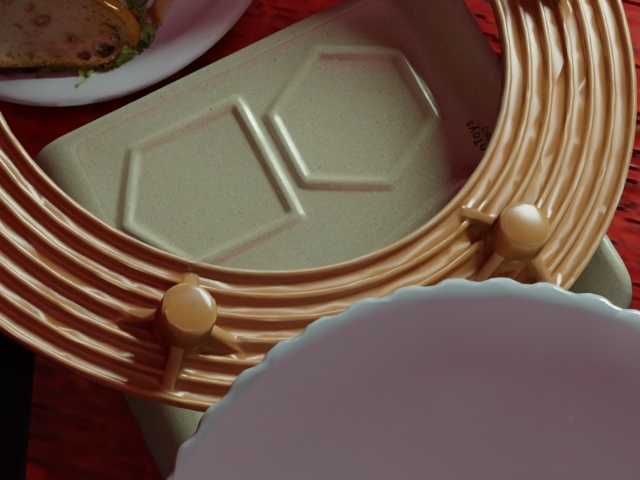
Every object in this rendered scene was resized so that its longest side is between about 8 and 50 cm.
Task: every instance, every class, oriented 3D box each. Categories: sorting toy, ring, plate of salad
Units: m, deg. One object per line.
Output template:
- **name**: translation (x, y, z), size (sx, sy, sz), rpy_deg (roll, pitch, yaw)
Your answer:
- **sorting toy**: translation (0.000, 0.000, 0.810), size (0.208, 0.038, 0.193), rpy_deg (-28, 66, 0)
- **ring**: translation (-0.028, -0.091, 0.756), size (0.336, 0.032, 0.337), rpy_deg (6, 64, -12)
- **plate of salad**: translation (-0.116, -0.158, 0.874), size (0.199, 0.048, 0.200), rpy_deg (-2, 71, 7)

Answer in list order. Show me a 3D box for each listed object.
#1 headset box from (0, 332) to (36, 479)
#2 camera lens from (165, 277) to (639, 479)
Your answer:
- **headset box**: translation (-0.244, 0.132, 0.700), size (0.246, 0.131, 0.283), rpy_deg (9, 73, -19)
- **camera lens**: translation (0.059, 0.145, 0.632), size (0.219, 0.274, 0.219), rpy_deg (-2, 71, 6)
